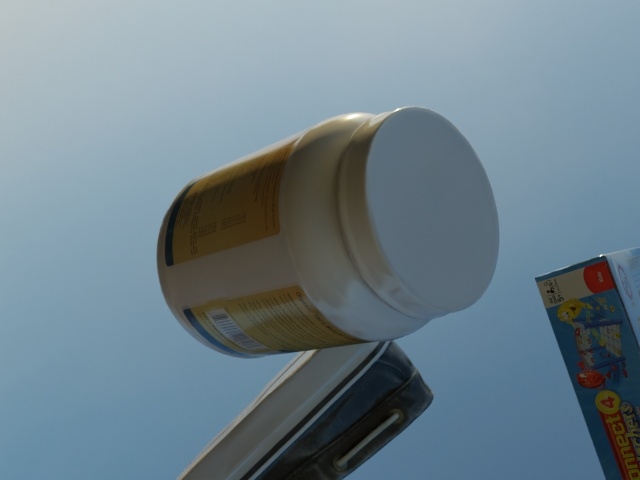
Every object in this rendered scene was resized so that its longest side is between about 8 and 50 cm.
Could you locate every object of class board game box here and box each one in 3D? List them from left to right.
[{"bbox_3d":[0.402,0.165,0.962,0.086,0.308,0.301,-23,-101,30],"label":"board game box"}]

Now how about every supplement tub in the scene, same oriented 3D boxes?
[{"bbox_3d":[0.000,0.000,0.505,0.200,0.144,0.144,-15,-127,45],"label":"supplement tub"}]

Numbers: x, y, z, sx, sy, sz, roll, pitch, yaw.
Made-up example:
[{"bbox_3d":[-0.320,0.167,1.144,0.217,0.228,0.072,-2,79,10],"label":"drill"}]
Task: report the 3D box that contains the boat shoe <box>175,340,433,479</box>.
[{"bbox_3d":[-0.047,0.204,0.592,0.335,0.119,0.121,-46,178,1],"label":"boat shoe"}]
